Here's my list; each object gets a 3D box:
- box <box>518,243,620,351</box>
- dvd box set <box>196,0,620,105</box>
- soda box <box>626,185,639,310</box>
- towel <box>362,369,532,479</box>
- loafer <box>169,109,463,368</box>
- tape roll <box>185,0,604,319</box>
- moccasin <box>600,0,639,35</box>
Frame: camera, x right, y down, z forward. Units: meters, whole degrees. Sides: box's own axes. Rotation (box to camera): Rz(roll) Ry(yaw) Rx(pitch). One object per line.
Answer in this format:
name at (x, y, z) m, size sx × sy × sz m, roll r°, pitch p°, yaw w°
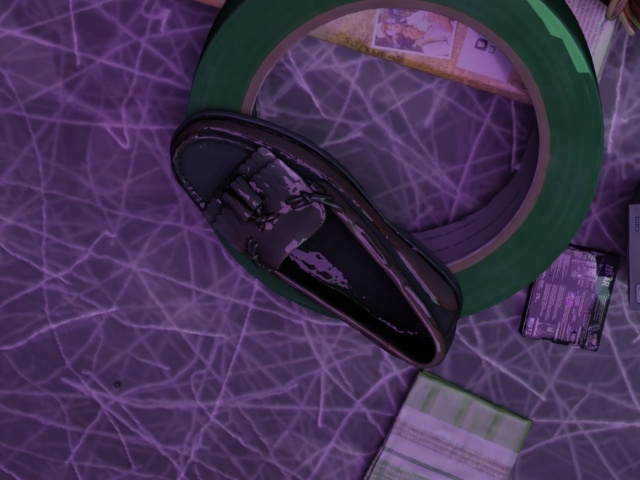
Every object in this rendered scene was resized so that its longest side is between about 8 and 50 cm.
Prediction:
box at (0.207, 0.045, 1.605) m, size 0.067 × 0.018 × 0.083 m, roll 11°, pitch 100°, yaw -4°
dvd box set at (0.057, -0.298, 1.516) m, size 0.420 × 0.062 × 0.308 m, roll 16°, pitch 100°, yaw -5°
soda box at (0.390, 0.006, 1.522) m, size 0.286 × 0.098 × 0.091 m, roll 1°, pitch 105°, yaw 16°
towel at (0.098, 0.197, 1.631) m, size 0.113 × 0.023 × 0.152 m, roll 25°, pitch 96°, yaw -8°
loafer at (0.000, 0.000, 1.459) m, size 0.267 × 0.084 × 0.096 m, roll 35°, pitch 116°, yaw -14°
tape roll at (0.058, -0.089, 1.502) m, size 0.321 × 0.077 × 0.321 m, roll 2°, pitch 116°, yaw 3°
moccasin at (0.261, -0.207, 1.436) m, size 0.139 × 0.147 × 0.380 m, roll -43°, pitch 102°, yaw 4°
